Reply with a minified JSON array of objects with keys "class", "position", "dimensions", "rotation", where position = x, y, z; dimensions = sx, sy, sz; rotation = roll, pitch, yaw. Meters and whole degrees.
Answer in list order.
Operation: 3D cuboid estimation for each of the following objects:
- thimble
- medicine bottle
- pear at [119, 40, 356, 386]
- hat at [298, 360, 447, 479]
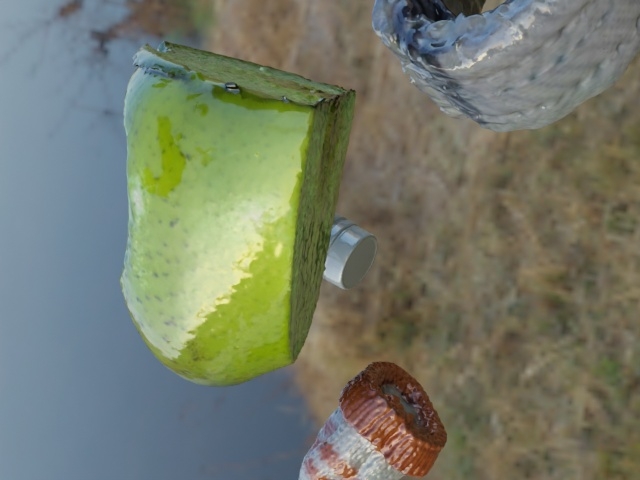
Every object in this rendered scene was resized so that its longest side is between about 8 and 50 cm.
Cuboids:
[{"class":"thimble","position":[0.165,-0.224,1.521],"dimensions":[0.217,0.157,0.245],"rotation":[32,86,40]},{"class":"medicine bottle","position":[0.000,0.000,1.631],"dimensions":[0.091,0.058,0.058],"rotation":[29,114,26]},{"class":"pear","position":[-0.075,-0.019,1.415],"dimensions":[0.292,0.159,0.292],"rotation":[7,-90,-83]},{"class":"hat","position":[0.018,0.177,1.404],"dimensions":[0.162,0.093,0.112],"rotation":[-44,-6,18]}]
